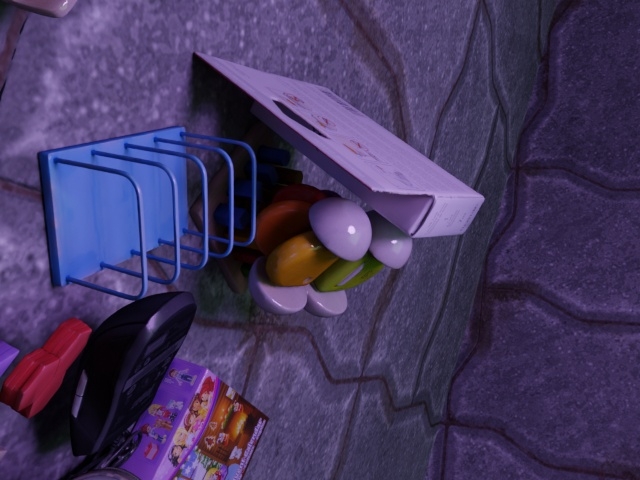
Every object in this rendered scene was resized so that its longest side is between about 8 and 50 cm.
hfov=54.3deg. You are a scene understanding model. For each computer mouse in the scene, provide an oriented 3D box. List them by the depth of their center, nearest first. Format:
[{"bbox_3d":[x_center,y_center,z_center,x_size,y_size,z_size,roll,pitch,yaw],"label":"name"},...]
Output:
[{"bbox_3d":[-0.206,0.150,0.535,0.184,0.060,0.262,-41,163,-55],"label":"computer mouse"}]

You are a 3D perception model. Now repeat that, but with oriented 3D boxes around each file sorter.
[{"bbox_3d":[-0.146,-0.030,0.573,0.170,0.105,0.118,-32,130,-57],"label":"file sorter"}]

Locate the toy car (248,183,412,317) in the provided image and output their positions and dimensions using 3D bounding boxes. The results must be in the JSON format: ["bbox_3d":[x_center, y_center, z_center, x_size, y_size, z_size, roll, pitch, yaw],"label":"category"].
[{"bbox_3d":[0.000,0.000,0.719,0.159,0.136,0.182,-42,148,28],"label":"toy car"}]

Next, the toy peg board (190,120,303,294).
[{"bbox_3d":[-0.062,-0.033,0.776,0.161,0.079,0.160,-61,151,-32],"label":"toy peg board"}]

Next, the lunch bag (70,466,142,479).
[{"bbox_3d":[-0.193,0.333,0.468,0.305,0.212,0.256,-46,178,-24],"label":"lunch bag"}]

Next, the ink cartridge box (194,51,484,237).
[{"bbox_3d":[0.017,-0.101,0.688,0.239,0.275,0.060,-4,129,-52],"label":"ink cartridge box"}]

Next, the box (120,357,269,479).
[{"bbox_3d":[-0.174,0.308,0.726,0.293,0.057,0.201,-66,152,-23],"label":"box"}]

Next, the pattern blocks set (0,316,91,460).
[{"bbox_3d":[-0.264,0.199,0.367,0.324,0.026,0.285,-58,180,-1],"label":"pattern blocks set"}]

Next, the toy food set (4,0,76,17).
[{"bbox_3d":[-0.202,-0.311,0.337,0.219,0.093,0.306,-69,154,-17],"label":"toy food set"}]
